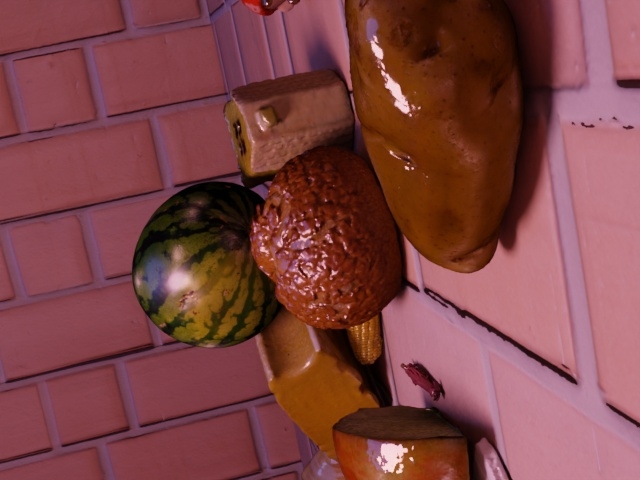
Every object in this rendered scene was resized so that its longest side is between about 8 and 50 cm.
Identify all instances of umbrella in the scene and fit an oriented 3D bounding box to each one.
[{"bbox_3d":[0.153,0.211,1.540,0.025,0.027,0.165,33,180,-15],"label":"umbrella"}]

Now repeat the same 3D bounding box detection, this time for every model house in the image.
[{"bbox_3d":[-0.049,-0.191,1.719,0.234,0.193,0.175,-174,72,-78],"label":"model house"}]

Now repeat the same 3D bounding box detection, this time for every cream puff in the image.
[{"bbox_3d":[0.000,0.000,1.598,0.303,0.212,0.303,168,90,-74],"label":"cream puff"}]

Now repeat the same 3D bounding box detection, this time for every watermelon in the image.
[{"bbox_3d":[-0.190,0.045,1.777,0.285,0.285,0.285,167,90,-81],"label":"watermelon"}]

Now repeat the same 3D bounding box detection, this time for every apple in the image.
[{"bbox_3d":[0.132,0.322,1.413,0.254,0.179,0.346,34,176,-2],"label":"apple"}]

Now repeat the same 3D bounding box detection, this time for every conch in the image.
[{"bbox_3d":[0.014,0.598,2.610,0.158,0.127,0.255,-111,13,-46],"label":"conch"}]

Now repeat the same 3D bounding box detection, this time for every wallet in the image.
[{"bbox_3d":[0.220,0.350,1.303,0.124,0.031,0.183,-108,9,-45],"label":"wallet"}]

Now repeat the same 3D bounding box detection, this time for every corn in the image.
[{"bbox_3d":[0.072,0.125,1.793,0.067,0.067,0.206,-121,18,-63],"label":"corn"}]

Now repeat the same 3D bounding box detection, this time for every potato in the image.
[{"bbox_3d":[0.115,-0.118,0.972,0.195,0.176,0.369,21,145,30],"label":"potato"}]

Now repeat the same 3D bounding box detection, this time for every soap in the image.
[{"bbox_3d":[-0.011,0.212,1.933,0.293,0.156,0.335,50,-168,-39],"label":"soap"}]

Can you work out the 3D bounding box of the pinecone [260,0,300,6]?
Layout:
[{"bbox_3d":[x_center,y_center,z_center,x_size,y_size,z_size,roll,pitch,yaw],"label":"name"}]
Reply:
[{"bbox_3d":[-0.097,-0.490,1.493,0.244,0.244,0.309,-116,5,-56],"label":"pinecone"}]

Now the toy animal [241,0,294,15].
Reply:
[{"bbox_3d":[-0.107,-0.496,1.778,0.171,0.171,0.198,149,112,-81],"label":"toy animal"}]
